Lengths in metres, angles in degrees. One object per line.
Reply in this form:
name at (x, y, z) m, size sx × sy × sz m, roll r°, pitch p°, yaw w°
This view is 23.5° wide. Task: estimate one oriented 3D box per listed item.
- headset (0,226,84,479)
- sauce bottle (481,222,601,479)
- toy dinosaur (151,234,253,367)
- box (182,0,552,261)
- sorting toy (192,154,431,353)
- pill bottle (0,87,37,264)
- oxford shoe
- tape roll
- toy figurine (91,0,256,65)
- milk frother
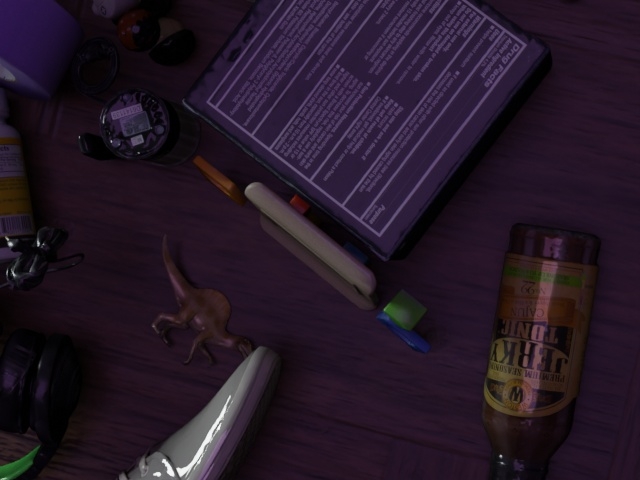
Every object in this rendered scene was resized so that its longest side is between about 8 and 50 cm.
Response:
headset at (-0.392, 0.149, 1.787) m, size 0.243 × 0.185 × 0.394 m, roll 29°, pitch 113°, yaw -7°
sauce bottle at (0.243, 0.155, 1.744) m, size 0.111 × 0.111 × 0.344 m, roll 7°, pitch 91°, yaw 10°
toy dinosaur at (-0.157, 0.088, 1.852) m, size 0.092 × 0.053 × 0.183 m, roll -40°, pitch 91°, yaw -8°
box at (0.059, -0.176, 1.740) m, size 0.294 × 0.183 × 0.296 m, roll 39°, pitch 96°, yaw 9°
sorting toy at (0.000, 0.000, 1.748) m, size 0.348 × 0.196 × 0.047 m, roll 39°, pitch 83°, yaw 8°
pill bottle at (-0.413, -0.074, 1.853) m, size 0.119 × 0.119 × 0.208 m, roll -10°, pitch 88°, yaw 10°
oxford shoe at (-0.192, 0.305, 1.795) m, size 0.130 × 0.169 × 0.449 m, roll 34°, pitch 100°, yaw 10°
tape roll at (-0.414, -0.264, 1.769) m, size 0.275 × 0.275 × 0.090 m, roll 26°, pitch 83°, yaw 9°
toy figurine at (-0.158, -0.303, 1.766) m, size 0.213 × 0.209 × 0.148 m, roll -30°, pitch 91°, yaw 9°
milk frother at (-0.220, -0.162, 1.812) m, size 0.129 × 0.135 × 0.143 m, roll 1°, pitch 89°, yaw 10°
